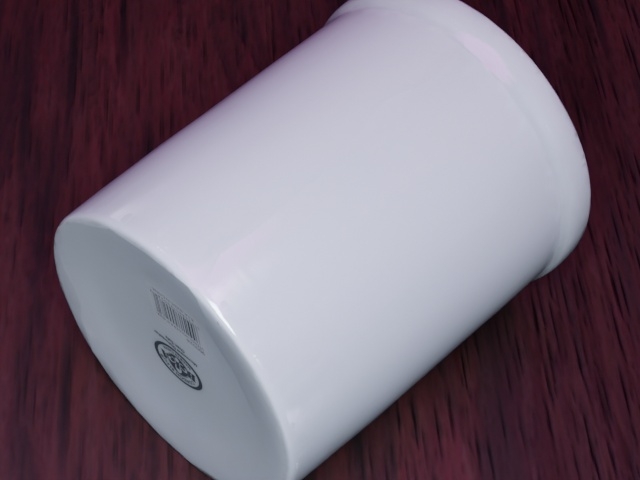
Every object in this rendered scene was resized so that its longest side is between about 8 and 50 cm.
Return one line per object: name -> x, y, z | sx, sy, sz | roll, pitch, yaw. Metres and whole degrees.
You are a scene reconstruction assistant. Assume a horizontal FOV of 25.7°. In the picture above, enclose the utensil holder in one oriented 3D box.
utensil holder -> 0.000, 0.000, 1.282 | 0.327, 0.327, 0.385 | 38, 60, 22
